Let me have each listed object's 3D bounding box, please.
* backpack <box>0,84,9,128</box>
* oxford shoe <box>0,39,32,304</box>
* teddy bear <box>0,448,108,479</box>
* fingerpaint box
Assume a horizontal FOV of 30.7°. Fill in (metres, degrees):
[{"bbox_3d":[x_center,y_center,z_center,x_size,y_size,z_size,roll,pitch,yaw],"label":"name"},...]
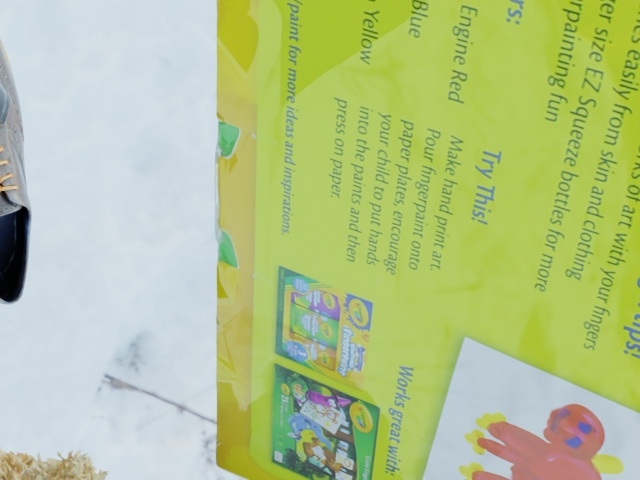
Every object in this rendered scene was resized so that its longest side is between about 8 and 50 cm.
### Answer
[{"bbox_3d":[-0.374,-0.128,1.105,0.115,0.182,0.152,-50,128,4],"label":"backpack"},{"bbox_3d":[-0.379,-0.096,1.325,0.130,0.132,0.364,-21,128,-31],"label":"oxford shoe"},{"bbox_3d":[-0.150,0.253,0.807,0.113,0.338,0.245,-17,92,-27],"label":"teddy bear"},{"bbox_3d":[0.143,-0.008,0.584,0.163,0.371,0.445,-52,154,-44],"label":"fingerpaint box"}]
